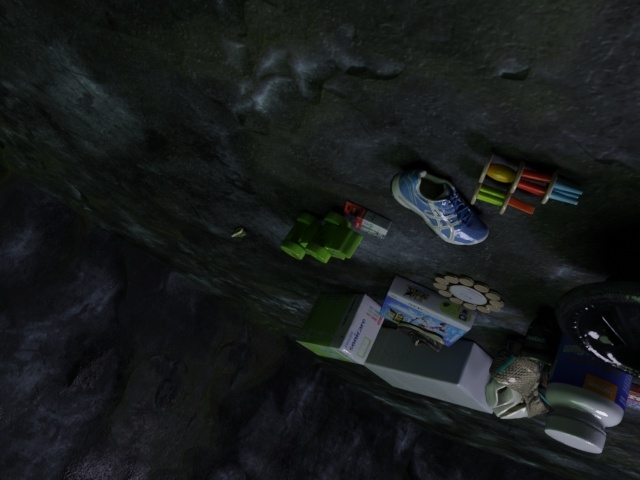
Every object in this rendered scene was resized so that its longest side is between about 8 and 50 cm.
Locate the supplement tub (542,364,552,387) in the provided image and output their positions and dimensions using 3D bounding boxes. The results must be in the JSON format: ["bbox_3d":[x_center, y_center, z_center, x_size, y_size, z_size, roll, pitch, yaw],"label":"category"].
[{"bbox_3d":[0.682,0.355,1.368,0.106,0.106,0.198,32,159,-12],"label":"supplement tub"}]

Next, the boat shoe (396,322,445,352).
[{"bbox_3d":[0.297,0.294,1.600,0.152,0.049,0.056,16,158,28],"label":"boat shoe"}]

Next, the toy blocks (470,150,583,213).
[{"bbox_3d":[0.328,-0.076,0.850,0.148,0.054,0.123,22,158,14],"label":"toy blocks"}]

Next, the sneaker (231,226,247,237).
[{"bbox_3d":[-0.268,-0.021,1.746,0.035,0.031,0.083,35,158,-21],"label":"sneaker"}]

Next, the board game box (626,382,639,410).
[{"bbox_3d":[0.879,0.432,1.424,0.282,0.027,0.145,15,155,29],"label":"board game box"}]

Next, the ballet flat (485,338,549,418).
[{"bbox_3d":[0.582,0.450,1.604,0.164,0.182,0.482,49,177,40],"label":"ballet flat"}]

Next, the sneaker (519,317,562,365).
[{"bbox_3d":[0.567,0.251,1.289,0.101,0.106,0.267,5,170,36],"label":"sneaker"}]

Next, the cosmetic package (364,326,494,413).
[{"bbox_3d":[0.383,0.444,1.867,0.230,0.161,0.453,41,156,-31],"label":"cosmetic package"}]

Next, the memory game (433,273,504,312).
[{"bbox_3d":[0.377,0.135,1.352,0.186,0.012,0.186,24,159,10],"label":"memory game"}]

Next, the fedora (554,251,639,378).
[{"bbox_3d":[0.561,0.112,0.870,0.334,0.152,0.334,24,158,11],"label":"fedora"}]

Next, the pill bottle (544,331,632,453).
[{"bbox_3d":[0.575,0.301,1.131,0.153,0.271,0.152,23,159,10],"label":"pill bottle"}]

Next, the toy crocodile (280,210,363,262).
[{"bbox_3d":[0.000,0.000,1.327,0.105,0.115,0.341,38,164,-27],"label":"toy crocodile"}]

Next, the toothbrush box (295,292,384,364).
[{"bbox_3d":[0.069,0.301,1.849,0.122,0.206,0.283,37,157,-24],"label":"toothbrush box"}]

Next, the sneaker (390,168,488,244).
[{"bbox_3d":[0.228,-0.059,0.975,0.211,0.080,0.081,31,162,-12],"label":"sneaker"}]

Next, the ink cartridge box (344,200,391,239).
[{"bbox_3d":[0.104,-0.046,1.230,0.115,0.029,0.063,25,160,5],"label":"ink cartridge box"}]

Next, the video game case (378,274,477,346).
[{"bbox_3d":[0.306,0.216,1.564,0.245,0.061,0.269,25,160,10],"label":"video game case"}]
